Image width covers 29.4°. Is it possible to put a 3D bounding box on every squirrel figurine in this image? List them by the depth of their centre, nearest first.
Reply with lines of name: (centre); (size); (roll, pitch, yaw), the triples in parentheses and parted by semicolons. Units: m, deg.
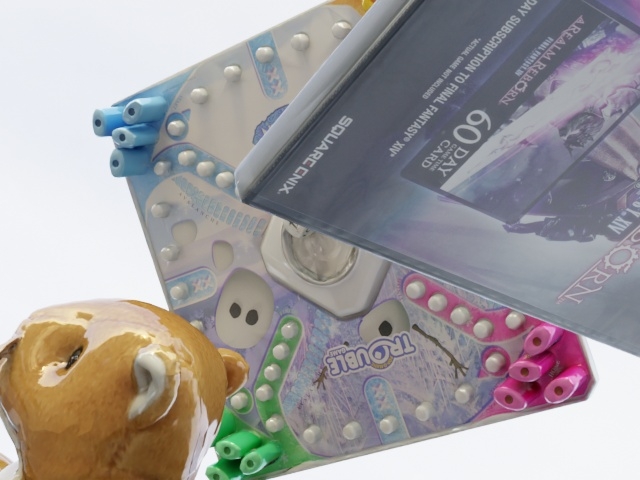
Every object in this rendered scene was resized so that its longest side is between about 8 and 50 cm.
squirrel figurine: (-0.141, 0.246, 0.874); (0.397, 0.281, 0.370); (28, -93, 19)

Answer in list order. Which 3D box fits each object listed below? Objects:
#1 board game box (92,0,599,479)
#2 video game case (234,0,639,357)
board game box: (0.000, 0.000, 1.071); (0.389, 0.050, 0.390); (-20, -93, 30)
video game case: (0.127, -0.043, 0.559); (0.274, 0.026, 0.196); (22, -54, -32)
